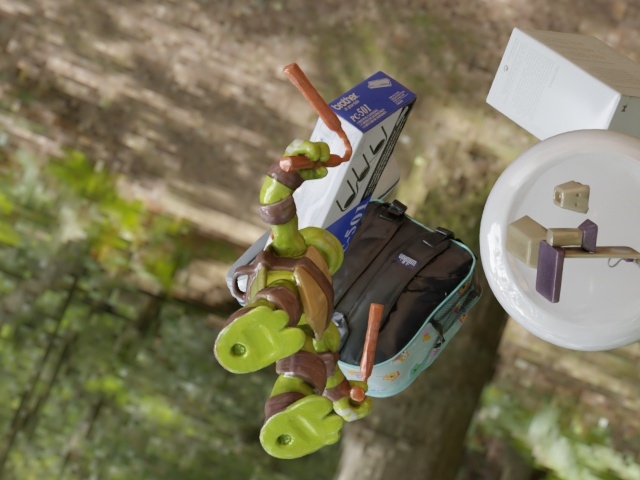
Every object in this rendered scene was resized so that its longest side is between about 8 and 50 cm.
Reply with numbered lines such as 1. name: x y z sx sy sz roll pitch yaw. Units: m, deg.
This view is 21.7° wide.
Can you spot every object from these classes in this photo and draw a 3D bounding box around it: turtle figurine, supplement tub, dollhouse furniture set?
1. turtle figurine: -0.020 0.032 1.135 0.087 0.269 0.217 -5 -155 11
2. supplement tub: 0.247 0.005 1.529 0.191 0.191 0.272 20 -179 9
3. dollhouse furniture set: 0.200 -0.011 1.292 0.081 0.091 0.114 0 -165 -15

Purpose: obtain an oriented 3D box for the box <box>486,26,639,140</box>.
1. box: 0.286 -0.147 1.766 0.130 0.091 0.170 1 -151 -39

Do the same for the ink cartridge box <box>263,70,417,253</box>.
1. ink cartridge box: 0.011 -0.045 1.488 0.046 0.207 0.097 36 -141 15

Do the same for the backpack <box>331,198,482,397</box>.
1. backpack: 0.065 0.073 1.807 0.166 0.188 0.144 31 155 24

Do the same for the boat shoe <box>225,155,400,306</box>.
1. boat shoe: 0.000 0.000 2.127 0.109 0.302 0.094 4 128 52
